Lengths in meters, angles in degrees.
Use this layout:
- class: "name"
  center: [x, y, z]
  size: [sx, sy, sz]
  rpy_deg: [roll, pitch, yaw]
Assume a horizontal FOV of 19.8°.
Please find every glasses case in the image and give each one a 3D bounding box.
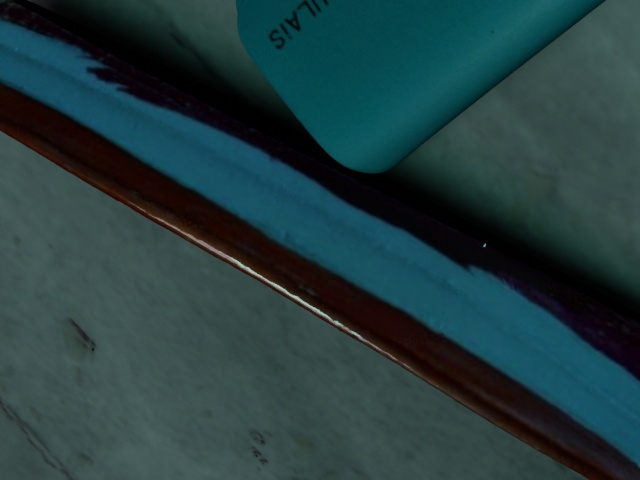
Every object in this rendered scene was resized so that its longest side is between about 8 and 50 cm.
- class: "glasses case"
  center: [0.084, -0.144, 0.751]
  size: [0.117, 0.070, 0.301]
  rpy_deg: [48, 134, -4]

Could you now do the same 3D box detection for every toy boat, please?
- class: "toy boat"
  center: [0.000, 0.000, 0.869]
  size: [0.392, 0.136, 0.079]
  rpy_deg: [28, 98, 7]
